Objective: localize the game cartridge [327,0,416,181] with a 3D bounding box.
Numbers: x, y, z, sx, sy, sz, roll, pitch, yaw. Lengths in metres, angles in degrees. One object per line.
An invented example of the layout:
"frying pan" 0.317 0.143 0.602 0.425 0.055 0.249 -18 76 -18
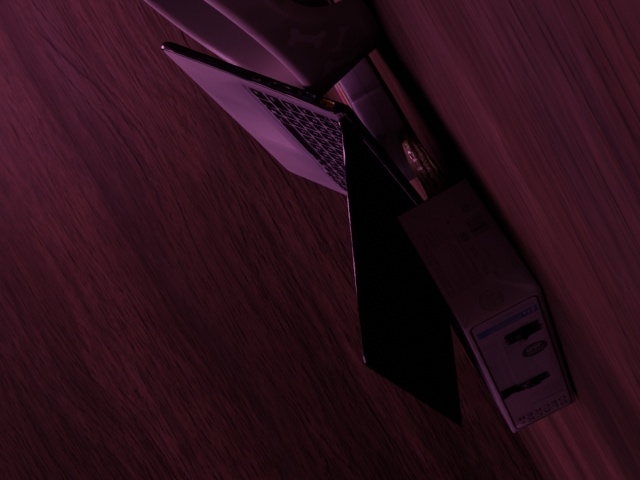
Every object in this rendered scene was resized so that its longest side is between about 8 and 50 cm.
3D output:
"game cartridge" 0.045 -0.235 1.487 0.294 0.060 0.196 62 179 25

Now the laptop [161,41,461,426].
"laptop" 0.000 0.000 1.237 0.408 0.236 0.382 24 172 27

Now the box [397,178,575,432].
"box" 0.193 0.083 1.167 0.169 0.087 0.290 62 -177 36

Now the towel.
"towel" 0.150 -0.068 1.362 0.110 0.027 0.148 57 -176 -42

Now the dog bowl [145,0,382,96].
"dog bowl" -0.103 -0.279 1.143 0.349 0.102 0.349 34 177 2
